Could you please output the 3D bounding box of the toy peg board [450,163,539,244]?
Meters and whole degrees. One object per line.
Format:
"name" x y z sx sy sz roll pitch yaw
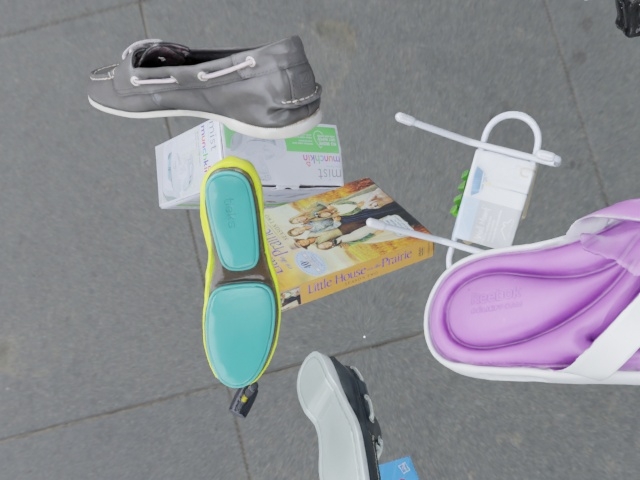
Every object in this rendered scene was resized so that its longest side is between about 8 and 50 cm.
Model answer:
"toy peg board" 0.347 -0.097 1.583 0.079 0.160 0.161 38 52 -18

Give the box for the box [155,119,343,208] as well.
"box" -0.131 -0.132 1.417 0.261 0.231 0.127 -2 82 -39

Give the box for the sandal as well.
"sandal" 0.235 0.038 0.625 0.102 0.416 0.170 19 59 -37

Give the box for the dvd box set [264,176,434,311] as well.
"dvd box set" 0.000 0.000 1.750 0.420 0.062 0.308 -18 38 -19

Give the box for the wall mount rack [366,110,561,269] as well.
"wall mount rack" 0.267 -0.089 1.433 0.304 0.130 0.350 17 94 17

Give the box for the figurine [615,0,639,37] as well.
"figurine" 0.500 -0.489 1.338 0.092 0.209 0.215 -37 53 8

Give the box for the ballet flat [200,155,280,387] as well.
"ballet flat" -0.078 0.028 0.764 0.077 0.077 0.231 -1 107 0

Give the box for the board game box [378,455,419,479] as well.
"board game box" 0.118 0.571 1.332 0.086 0.308 0.302 -8 62 -25

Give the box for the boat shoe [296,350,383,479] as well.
"boat shoe" 0.047 0.282 1.140 0.091 0.303 0.114 19 121 -26

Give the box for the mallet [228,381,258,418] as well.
"mallet" -0.134 0.283 1.378 0.039 0.190 0.062 27 75 -1

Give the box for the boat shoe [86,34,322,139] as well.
"boat shoe" -0.138 -0.186 0.841 0.335 0.112 0.096 14 127 34
